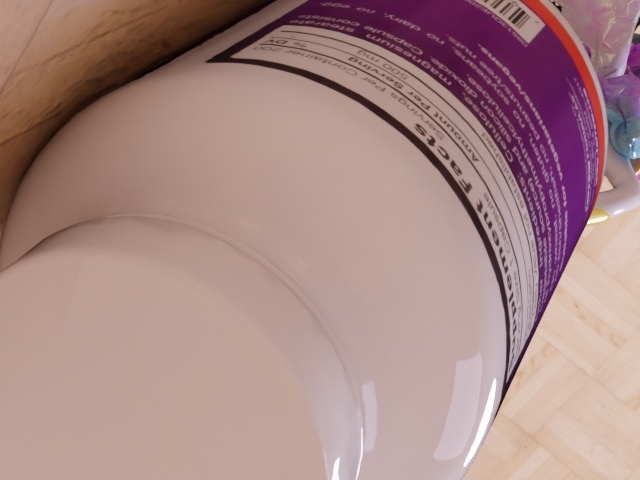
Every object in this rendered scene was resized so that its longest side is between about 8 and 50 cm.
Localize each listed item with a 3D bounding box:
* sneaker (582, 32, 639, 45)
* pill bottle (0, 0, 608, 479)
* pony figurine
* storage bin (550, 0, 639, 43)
[{"bbox_3d":[0.296,-0.148,1.444,0.112,0.319,0.131,48,45,-57],"label":"sneaker"},{"bbox_3d":[0.000,0.000,0.511,0.181,0.181,0.323,-52,177,31],"label":"pill bottle"},{"bbox_3d":[0.220,-0.150,1.249,0.363,0.351,0.303,-28,163,-28],"label":"pony figurine"},{"bbox_3d":[0.284,-0.293,1.481,0.084,0.180,0.122,-49,177,-24],"label":"storage bin"}]
